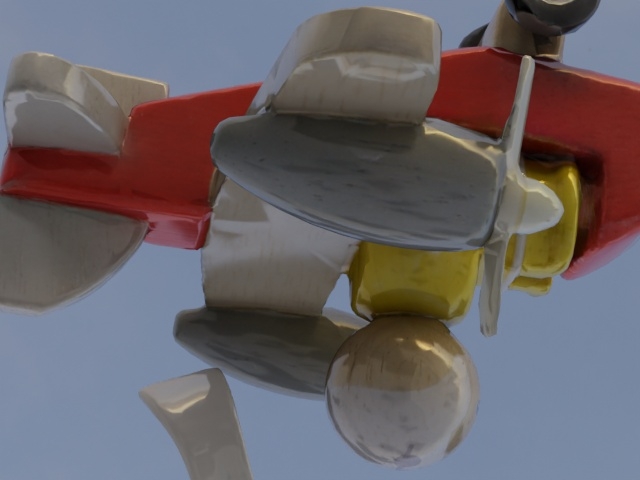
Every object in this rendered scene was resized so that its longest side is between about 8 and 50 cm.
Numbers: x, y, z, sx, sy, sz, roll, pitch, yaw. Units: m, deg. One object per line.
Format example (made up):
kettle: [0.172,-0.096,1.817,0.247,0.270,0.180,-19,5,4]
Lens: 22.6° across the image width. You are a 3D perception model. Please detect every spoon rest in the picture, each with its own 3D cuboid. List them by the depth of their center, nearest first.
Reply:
spoon rest: [-0.064,0.223,1.029,0.137,0.084,0.276,-15,-64,-19]

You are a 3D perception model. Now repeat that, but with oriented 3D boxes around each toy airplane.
toy airplane: [0.000,0.000,0.899,0.384,0.386,0.272,-23,-108,30]
